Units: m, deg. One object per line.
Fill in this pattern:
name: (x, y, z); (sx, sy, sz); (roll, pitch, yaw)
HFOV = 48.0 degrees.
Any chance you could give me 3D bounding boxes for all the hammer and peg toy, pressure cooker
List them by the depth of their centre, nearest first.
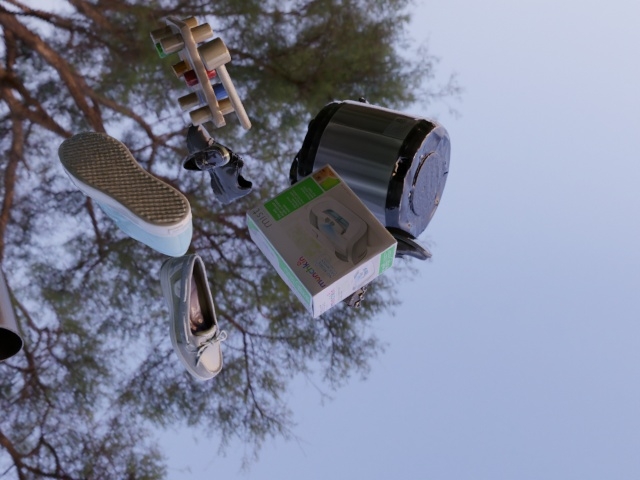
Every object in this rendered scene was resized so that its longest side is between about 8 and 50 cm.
hammer and peg toy: (-0.296, -0.397, 1.742); (0.127, 0.265, 0.361); (-24, -152, -10)
pressure cooker: (0.129, -0.220, 2.098); (0.421, 0.375, 0.370); (19, -169, 25)

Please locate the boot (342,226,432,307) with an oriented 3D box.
boot: (0.127, 0.068, 1.824); (0.263, 0.228, 0.091); (22, -168, 0)

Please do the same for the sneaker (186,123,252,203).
sneaker: (-0.306, -0.250, 2.227); (0.130, 0.286, 0.109); (-13, -145, 27)

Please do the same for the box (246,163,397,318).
box: (0.000, 0.000, 1.623); (0.231, 0.126, 0.262); (-31, -115, -16)

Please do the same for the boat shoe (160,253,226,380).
boat shoe: (-0.303, 0.190, 1.773); (0.103, 0.320, 0.118); (-10, -176, 37)

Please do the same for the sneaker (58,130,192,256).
sneaker: (-0.404, -0.083, 1.472); (0.135, 0.150, 0.366); (-35, -120, -30)

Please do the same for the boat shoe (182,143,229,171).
boat shoe: (-0.261, -0.181, 1.636); (0.049, 0.056, 0.152); (-42, -161, -32)

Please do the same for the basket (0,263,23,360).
basket: (-0.834, 0.160, 1.761); (0.154, 0.204, 0.226); (-25, -120, 1)
